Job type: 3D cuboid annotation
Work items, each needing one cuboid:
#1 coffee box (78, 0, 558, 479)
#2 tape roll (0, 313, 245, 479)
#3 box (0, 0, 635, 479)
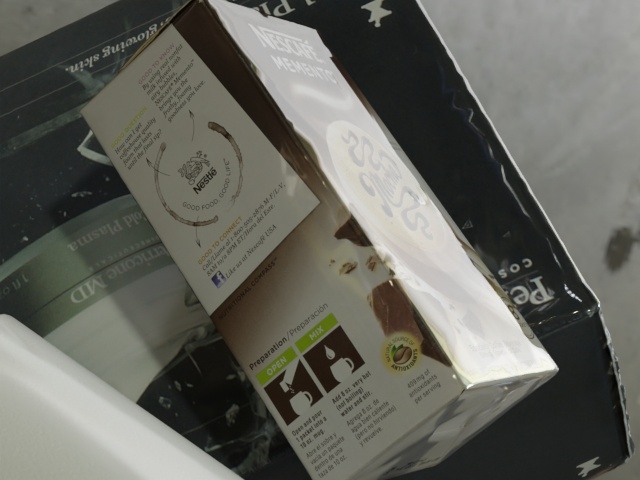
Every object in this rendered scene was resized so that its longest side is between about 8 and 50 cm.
[{"bbox_3d":[0.000,0.000,1.017,0.119,0.297,0.168,-41,163,21],"label":"coffee box"},{"bbox_3d":[-0.139,0.177,0.685,0.246,0.169,0.246,-56,177,-5],"label":"tape roll"},{"bbox_3d":[-0.067,0.042,1.329,0.480,0.471,0.297,-26,147,0],"label":"box"}]
